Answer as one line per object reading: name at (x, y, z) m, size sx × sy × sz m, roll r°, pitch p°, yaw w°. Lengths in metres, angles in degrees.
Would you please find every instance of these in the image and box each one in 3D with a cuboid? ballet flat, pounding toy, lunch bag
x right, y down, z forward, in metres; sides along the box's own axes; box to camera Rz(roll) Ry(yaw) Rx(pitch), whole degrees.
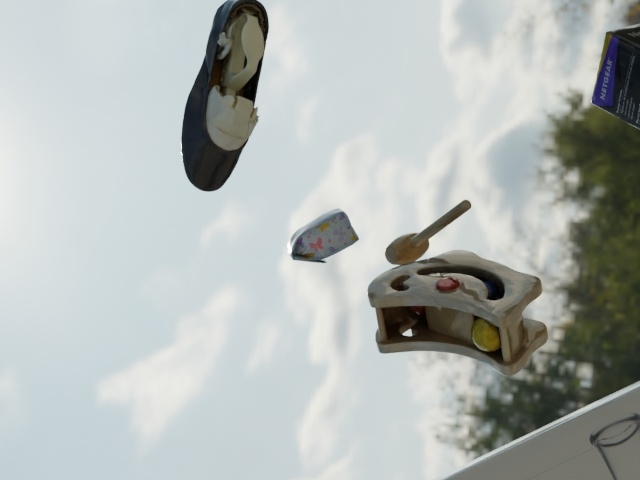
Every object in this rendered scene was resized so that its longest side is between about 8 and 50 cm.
ballet flat at (-0.089, -0.149, 1.395) m, size 0.074 × 0.074 × 0.203 m, roll 50°, pitch -131°, yaw -67°
pounding toy at (0.140, 0.050, 1.691) m, size 0.154 × 0.269 × 0.154 m, roll -25°, pitch -62°, yaw -29°
lunch bag at (0.000, 0.000, 1.720) m, size 0.053 × 0.083 × 0.071 m, roll 64°, pitch 177°, yaw -6°

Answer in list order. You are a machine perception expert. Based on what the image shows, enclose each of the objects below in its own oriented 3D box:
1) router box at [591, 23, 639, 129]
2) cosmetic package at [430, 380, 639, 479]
router box at (0.452, -0.145, 1.338) m, size 0.309 × 0.243 × 0.081 m, roll -18°, pitch -52°, yaw -34°
cosmetic package at (0.223, 0.318, 1.288) m, size 0.097 × 0.377 × 0.284 m, roll 103°, pitch 142°, yaw -78°
